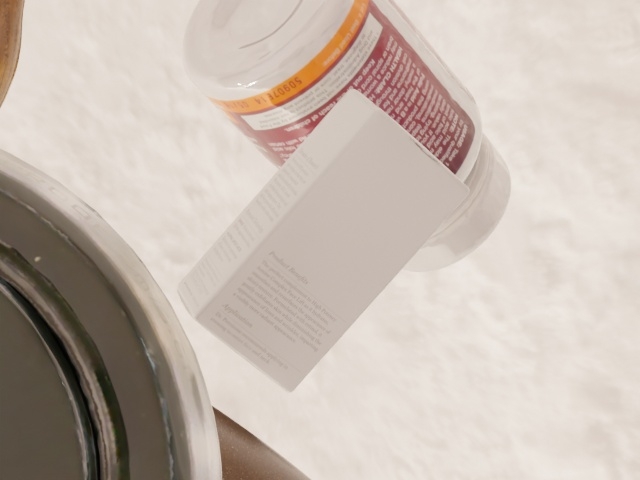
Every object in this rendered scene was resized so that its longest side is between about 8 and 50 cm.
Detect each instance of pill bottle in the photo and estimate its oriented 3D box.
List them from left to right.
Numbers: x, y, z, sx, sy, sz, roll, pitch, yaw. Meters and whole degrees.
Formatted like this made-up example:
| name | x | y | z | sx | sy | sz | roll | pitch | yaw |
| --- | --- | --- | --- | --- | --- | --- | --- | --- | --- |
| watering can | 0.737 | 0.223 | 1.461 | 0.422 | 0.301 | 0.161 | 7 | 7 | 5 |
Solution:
| name | x | y | z | sx | sy | sz | roll | pitch | yaw |
| --- | --- | --- | --- | --- | --- | --- | --- | --- | --- |
| pill bottle | 0.043 | -0.145 | 1.711 | 0.224 | 0.224 | 0.392 | -47 | 129 | -2 |

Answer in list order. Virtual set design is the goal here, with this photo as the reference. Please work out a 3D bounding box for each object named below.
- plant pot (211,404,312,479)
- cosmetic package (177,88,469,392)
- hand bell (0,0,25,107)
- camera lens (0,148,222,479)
| name | x | y | z | sx | sy | sz | roll | pitch | yaw |
| --- | --- | --- | --- | --- | --- | --- | --- | --- | --- |
| plant pot | -0.113 | 0.183 | 0.989 | 0.230 | 0.215 | 0.215 | 19 | 88 | -1 |
| cosmetic package | 0.000 | 0.000 | 1.261 | 0.117 | 0.085 | 0.231 | 41 | 93 | -26 |
| hand bell | -0.195 | -0.015 | 0.727 | 0.126 | 0.126 | 0.242 | 26 | 107 | -1 |
| camera lens | -0.152 | 0.094 | 0.500 | 0.219 | 0.274 | 0.219 | 2 | 75 | -9 |
